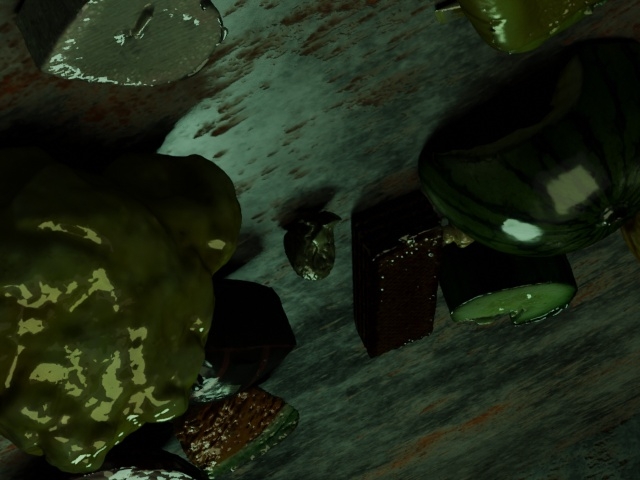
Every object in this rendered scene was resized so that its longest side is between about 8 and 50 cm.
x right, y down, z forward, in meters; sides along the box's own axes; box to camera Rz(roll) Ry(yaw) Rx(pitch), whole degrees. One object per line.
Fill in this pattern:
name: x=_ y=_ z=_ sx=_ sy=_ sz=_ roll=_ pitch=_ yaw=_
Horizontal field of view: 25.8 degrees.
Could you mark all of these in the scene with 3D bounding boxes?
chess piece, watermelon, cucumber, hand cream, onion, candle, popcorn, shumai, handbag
chess piece: x=0.246 y=-0.033 z=1.928 sx=0.172 sy=0.060 sz=0.060 roll=-18 pitch=156 yaw=-9
watermelon: x=0.305 y=-0.079 z=1.739 sx=0.331 sy=0.189 sz=0.331 roll=-15 pitch=154 yaw=-7
cucumber: x=0.273 y=0.048 z=2.036 sx=0.191 sy=0.130 sz=0.191 roll=-16 pitch=153 yaw=-8
hand cream: x=0.168 y=-0.250 z=1.446 sx=0.102 sy=0.022 sz=0.035 roll=-23 pitch=164 yaw=7
onion: x=-0.313 y=0.388 z=2.191 sx=0.314 sy=0.146 sz=0.280 roll=-10 pitch=140 yaw=-9
candle: x=-0.170 y=-0.195 z=1.183 sx=0.168 sy=0.068 sz=0.192 roll=-24 pitch=155 yaw=-10
popcorn: x=-0.238 y=0.061 z=1.396 sx=0.292 sy=0.293 sz=0.334 roll=-43 pitch=163 yaw=29
shumai: x=0.000 y=0.000 z=1.746 sx=0.080 sy=0.082 sz=0.083 roll=-39 pitch=176 yaw=27
handbag: x=-0.162 y=0.132 z=1.760 sx=0.169 sy=0.155 sz=0.215 roll=-31 pitch=159 yaw=31

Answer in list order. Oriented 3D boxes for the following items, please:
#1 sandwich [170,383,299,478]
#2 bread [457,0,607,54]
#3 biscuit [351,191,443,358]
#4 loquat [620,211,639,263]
sandwich: x=-0.140 y=0.266 z=2.135 sx=0.185 sy=0.109 sz=0.160 roll=-34 pitch=128 yaw=-16
bread: x=0.164 y=-0.299 z=1.224 sx=0.166 sy=0.112 sz=0.383 roll=-31 pitch=154 yaw=10
biscuit: x=0.104 y=0.055 z=1.954 sx=0.107 sy=0.073 sz=0.388 roll=-22 pitch=157 yaw=-8
loquat: x=0.570 y=-0.048 z=1.960 sx=0.284 sy=0.276 sz=0.276 roll=-16 pitch=155 yaw=-25
